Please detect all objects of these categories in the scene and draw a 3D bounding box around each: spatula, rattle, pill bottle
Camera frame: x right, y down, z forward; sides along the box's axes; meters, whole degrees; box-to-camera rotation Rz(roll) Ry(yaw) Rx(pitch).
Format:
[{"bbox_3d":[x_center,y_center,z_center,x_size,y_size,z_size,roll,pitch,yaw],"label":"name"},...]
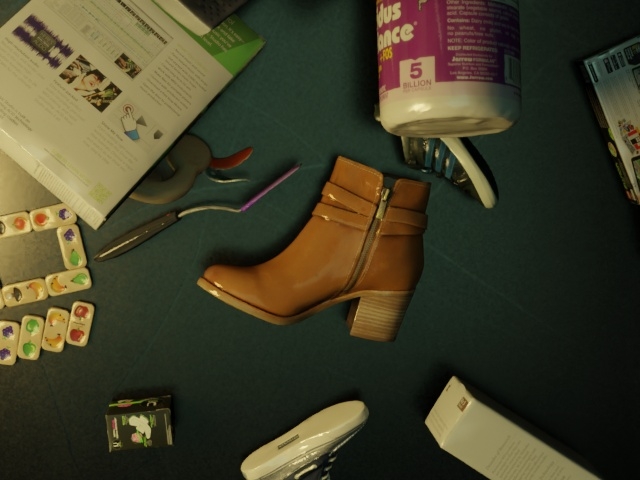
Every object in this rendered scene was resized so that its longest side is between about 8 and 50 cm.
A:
[{"bbox_3d":[-0.157,-0.033,1.323,0.297,0.084,0.030,-20,98,6],"label":"spatula"},{"bbox_3d":[-0.201,-0.075,1.319,0.200,0.130,0.142,-2,133,-38],"label":"rattle"},{"bbox_3d":[0.148,-0.280,1.216,0.169,0.169,0.301,-1,86,-4],"label":"pill bottle"}]

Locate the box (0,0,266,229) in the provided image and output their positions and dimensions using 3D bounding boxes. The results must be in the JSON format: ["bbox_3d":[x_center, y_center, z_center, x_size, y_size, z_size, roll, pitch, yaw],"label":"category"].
[{"bbox_3d":[-0.246,-0.204,1.220,0.232,0.058,0.322,42,65,-8],"label":"box"}]

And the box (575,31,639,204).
[{"bbox_3d":[0.428,-0.164,1.362,0.114,0.036,0.207,-24,99,-1],"label":"box"}]

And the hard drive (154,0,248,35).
[{"bbox_3d":[-0.181,-0.371,1.234,0.254,0.054,0.172,46,54,-6],"label":"hard drive"}]

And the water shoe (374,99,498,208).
[{"bbox_3d":[0.150,-0.115,1.341,0.080,0.073,0.203,-37,93,20],"label":"water shoe"}]

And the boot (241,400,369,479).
[{"bbox_3d":[-0.005,0.291,1.386,0.190,0.069,0.086,-29,107,8],"label":"boot"}]

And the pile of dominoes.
[{"bbox_3d":[-0.419,0.071,1.329,0.251,0.040,0.195,-13,99,-2],"label":"pile of dominoes"}]

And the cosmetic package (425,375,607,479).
[{"bbox_3d":[0.260,0.284,1.375,0.231,0.117,0.085,32,94,-7],"label":"cosmetic package"}]

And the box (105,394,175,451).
[{"bbox_3d":[-0.235,0.239,1.356,0.083,0.062,0.052,-5,100,-4],"label":"box"}]

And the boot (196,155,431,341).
[{"bbox_3d":[0.000,0.000,1.314,0.284,0.109,0.220,12,98,-8],"label":"boot"}]
